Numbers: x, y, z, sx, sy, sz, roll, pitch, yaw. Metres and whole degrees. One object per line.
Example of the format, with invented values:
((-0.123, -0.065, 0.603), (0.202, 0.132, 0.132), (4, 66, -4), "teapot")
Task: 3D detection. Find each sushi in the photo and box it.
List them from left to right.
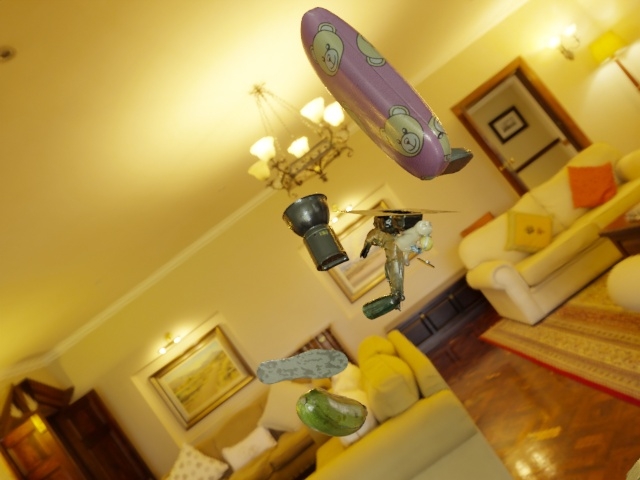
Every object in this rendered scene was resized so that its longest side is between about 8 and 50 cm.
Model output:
((0.145, -0.034, 1.063), (0.192, 0.050, 0.215), (-3, 6, -19), "sushi")

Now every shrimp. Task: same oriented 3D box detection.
((0.190, 0.085, 1.623), (0.051, 0.262, 0.198), (-8, -1, -28), "shrimp")

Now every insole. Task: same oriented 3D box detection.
((-0.038, 0.266, 1.114), (0.193, 0.065, 0.006), (-9, 5, -2), "insole")

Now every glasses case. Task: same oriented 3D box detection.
((0.075, -0.218, 0.787), (0.076, 0.316, 0.123), (-37, -16, -9), "glasses case")

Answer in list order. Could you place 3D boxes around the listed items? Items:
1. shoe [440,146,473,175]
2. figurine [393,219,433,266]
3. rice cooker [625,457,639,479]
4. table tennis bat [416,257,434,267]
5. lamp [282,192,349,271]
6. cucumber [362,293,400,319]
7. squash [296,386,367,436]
((0.430, -0.288, 1.864), (0.241, 0.093, 0.108), (-19, -23, -26), "shoe")
((0.169, 0.005, 0.924), (0.047, 0.050, 0.083), (-2, -29, -33), "figurine")
((0.552, 0.408, 0.693), (0.264, 0.317, 0.316), (-53, -8, 11), "rice cooker")
((0.266, 0.056, 1.332), (0.007, 0.050, 0.083), (-60, -6, -1), "table tennis bat")
((0.000, 0.000, 1.537), (0.147, 0.227, 0.172), (-24, -20, -8), "lamp")
((0.156, 0.162, 1.318), (0.105, 0.048, 0.048), (-30, 1, 42), "cucumber")
((0.041, 0.400, 1.207), (0.094, 0.094, 0.341), (-38, -33, 9), "squash")
